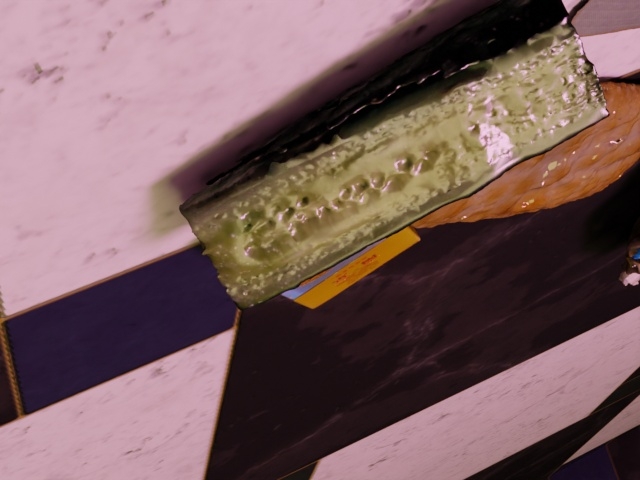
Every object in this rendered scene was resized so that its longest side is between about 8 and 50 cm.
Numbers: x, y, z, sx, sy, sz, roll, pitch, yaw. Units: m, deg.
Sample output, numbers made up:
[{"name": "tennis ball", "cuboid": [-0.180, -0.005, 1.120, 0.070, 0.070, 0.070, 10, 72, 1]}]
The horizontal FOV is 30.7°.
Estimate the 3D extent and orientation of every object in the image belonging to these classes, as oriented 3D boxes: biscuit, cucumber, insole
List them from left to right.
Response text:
[{"name": "cucumber", "cuboid": [0.030, -0.049, 0.573, 0.211, 0.062, 0.078, -27, 126, 9]}, {"name": "biscuit", "cuboid": [0.146, -0.055, 0.742, 0.247, 0.029, 0.118, -9, 151, -43]}, {"name": "insole", "cuboid": [0.207, -0.137, 0.669, 0.188, 0.004, 0.064, -13, 152, -39]}]

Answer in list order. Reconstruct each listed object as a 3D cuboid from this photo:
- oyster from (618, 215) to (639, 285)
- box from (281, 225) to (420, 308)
[{"name": "oyster", "cuboid": [0.336, -0.021, 1.001, 0.214, 0.083, 0.223, -11, 164, -28]}, {"name": "box", "cuboid": [0.000, 0.000, 0.687, 0.087, 0.023, 0.155, -37, 159, 10]}]
